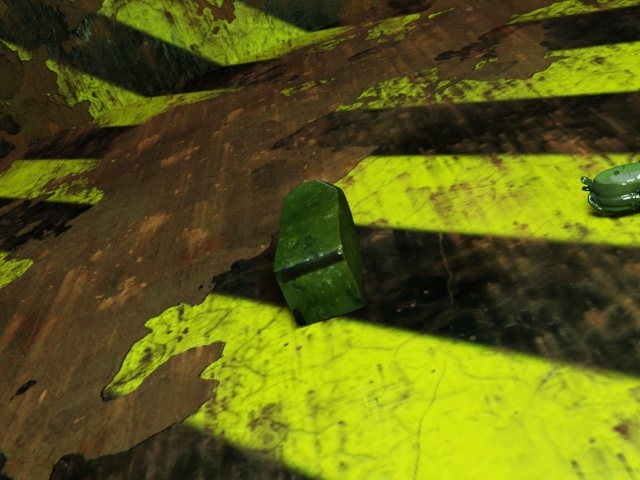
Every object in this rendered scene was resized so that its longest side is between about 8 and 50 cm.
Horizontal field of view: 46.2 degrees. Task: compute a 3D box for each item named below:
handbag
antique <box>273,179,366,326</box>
[{"bbox_3d":[0.326,-0.057,0.767,0.111,0.047,0.072,-11,27,18],"label":"handbag"},{"bbox_3d":[0.000,0.000,0.883,0.080,0.081,0.221,-17,27,10],"label":"antique"}]
